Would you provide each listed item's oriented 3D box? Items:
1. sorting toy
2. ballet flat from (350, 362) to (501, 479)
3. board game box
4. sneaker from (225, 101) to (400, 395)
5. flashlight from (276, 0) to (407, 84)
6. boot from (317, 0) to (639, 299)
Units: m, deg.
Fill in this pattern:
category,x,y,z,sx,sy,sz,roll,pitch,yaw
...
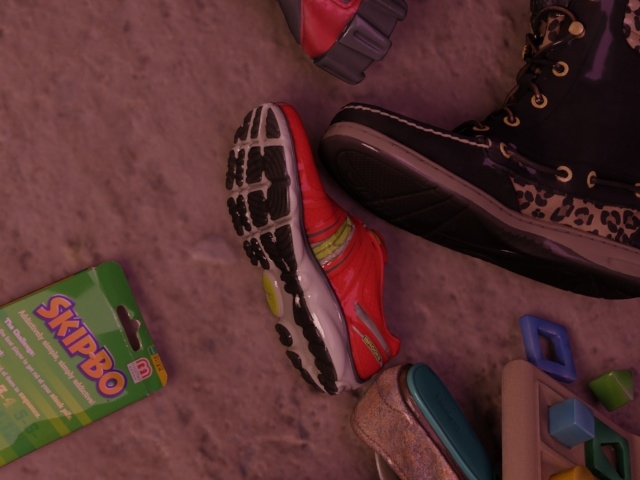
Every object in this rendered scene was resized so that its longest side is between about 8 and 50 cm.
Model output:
category,x,y,z,sx,sy,sz,roll,pitch,yaw
sorting toy,0.254,0.219,1.382,0.196,0.047,0.347,31,43,-27
ballet flat,0.136,0.260,1.365,0.316,0.106,0.107,57,26,6
board game box,-0.264,0.120,1.238,0.259,0.039,0.124,-24,96,-23
sneaker,0.000,0.000,1.350,0.118,0.107,0.279,-25,106,-31
flashlight,-0.069,-0.260,1.340,0.304,0.103,0.103,30,107,-16
boot,0.195,-0.127,1.427,0.377,0.138,0.284,22,74,-19
